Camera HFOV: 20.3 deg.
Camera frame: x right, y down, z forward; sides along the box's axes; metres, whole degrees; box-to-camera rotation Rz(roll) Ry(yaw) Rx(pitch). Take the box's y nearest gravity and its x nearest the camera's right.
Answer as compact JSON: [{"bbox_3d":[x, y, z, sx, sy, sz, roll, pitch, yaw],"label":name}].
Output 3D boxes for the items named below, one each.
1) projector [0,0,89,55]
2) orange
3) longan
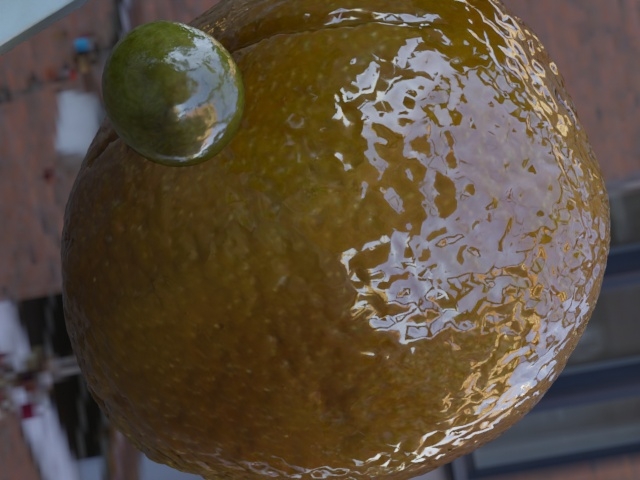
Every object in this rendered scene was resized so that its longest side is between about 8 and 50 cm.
[{"bbox_3d":[-0.166,-0.244,0.906,0.257,0.259,0.079,56,-24,-5],"label":"projector"},{"bbox_3d":[0.000,0.000,1.116,0.322,0.357,0.322,42,29,-30],"label":"orange"},{"bbox_3d":[-0.076,-0.073,0.894,0.083,0.075,0.075,19,-57,61],"label":"longan"}]
